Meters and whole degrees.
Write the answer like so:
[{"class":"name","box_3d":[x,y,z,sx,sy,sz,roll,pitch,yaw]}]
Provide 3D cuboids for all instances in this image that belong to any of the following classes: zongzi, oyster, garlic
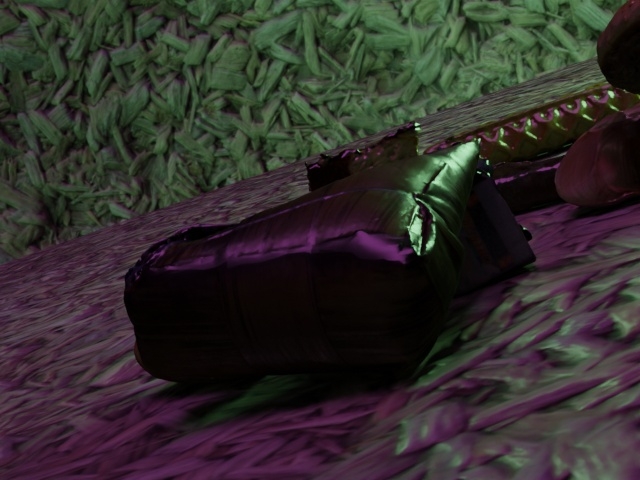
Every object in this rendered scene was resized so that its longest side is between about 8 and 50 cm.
[{"class":"zongzi","box_3d":[0.000,0.000,1.095,0.286,0.138,0.300,-5,33,25]},{"class":"oyster","box_3d":[0.249,-0.067,1.615,0.083,0.038,0.081,15,51,24]},{"class":"garlic","box_3d":[0.340,-0.092,1.341,0.174,0.099,0.124,-21,-5,-21]}]

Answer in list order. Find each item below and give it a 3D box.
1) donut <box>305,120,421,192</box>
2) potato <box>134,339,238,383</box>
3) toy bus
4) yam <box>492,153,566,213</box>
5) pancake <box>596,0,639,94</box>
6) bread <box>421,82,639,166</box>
[{"class":"donut","box_3d":[0.068,-0.083,1.755,0.186,0.126,0.144,-13,-2,10]},{"class":"potato","box_3d":[-0.101,0.093,1.177,0.170,0.080,0.107,-14,-2,43]},{"class":"toy bus","box_3d":[0.129,-0.021,1.311,0.138,0.112,0.317,-30,7,1]},{"class":"yam","box_3d":[0.225,-0.059,1.479,0.274,0.061,0.061,-14,10,26]},{"class":"pancake","box_3d":[0.535,-0.276,1.581,0.386,0.082,0.387,-6,-17,-2]},{"class":"bread","box_3d":[0.320,-0.161,1.852,0.367,0.077,0.084,-20,5,3]}]
